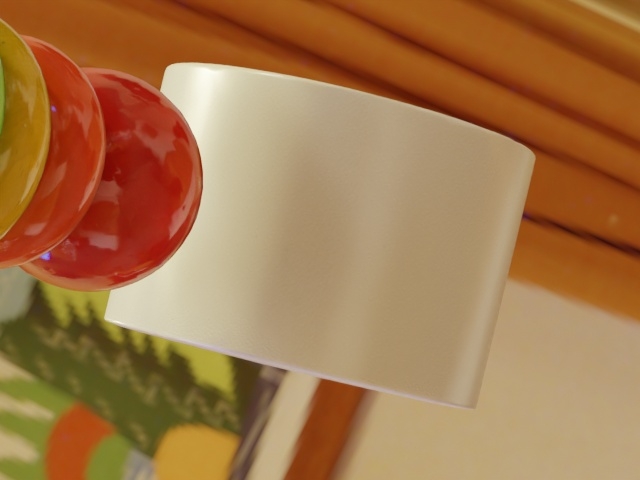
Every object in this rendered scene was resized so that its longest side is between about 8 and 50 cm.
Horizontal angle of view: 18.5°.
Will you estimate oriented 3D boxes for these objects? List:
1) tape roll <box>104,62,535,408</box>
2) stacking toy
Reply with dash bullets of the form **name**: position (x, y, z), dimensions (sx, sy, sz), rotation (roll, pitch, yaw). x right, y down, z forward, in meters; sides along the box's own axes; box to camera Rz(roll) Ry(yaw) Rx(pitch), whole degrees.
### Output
- **tape roll**: position (0.000, 0.000, 1.246), dimensions (0.246, 0.246, 0.169), rotation (32, -109, -79)
- **stacking toy**: position (-0.153, -0.045, 0.676), dimensions (0.330, 0.141, 0.141), rotation (17, -80, -61)
